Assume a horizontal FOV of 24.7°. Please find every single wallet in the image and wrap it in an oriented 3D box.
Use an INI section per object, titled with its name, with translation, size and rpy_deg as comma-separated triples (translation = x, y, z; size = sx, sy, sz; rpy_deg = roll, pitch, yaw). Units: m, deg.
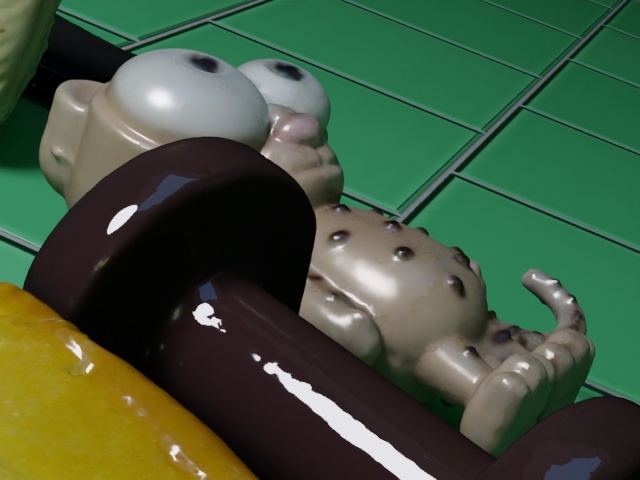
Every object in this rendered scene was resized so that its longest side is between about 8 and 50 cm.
[wallet]
translation = -0.178, -0.124, 0.958
size = 0.244, 0.025, 0.124
rpy_deg = 23, 22, 13

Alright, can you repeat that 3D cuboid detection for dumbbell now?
[dumbbell]
translation = 0.005, 0.069, 0.500
size = 0.225, 0.140, 0.124
rpy_deg = 35, 37, 32

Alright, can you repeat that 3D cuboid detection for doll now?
[doll]
translation = 0.000, 0.001, 0.692
size = 0.278, 0.119, 0.154
rpy_deg = 31, 26, 15

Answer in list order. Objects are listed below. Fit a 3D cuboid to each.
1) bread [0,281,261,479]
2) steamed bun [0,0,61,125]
[bread]
translation = -0.070, 0.100, 0.422
size = 0.094, 0.102, 0.245
rpy_deg = -12, 35, -43
[steamed bun]
translation = -0.255, -0.158, 0.806
size = 0.239, 0.170, 0.152
rpy_deg = 19, 3, -8
